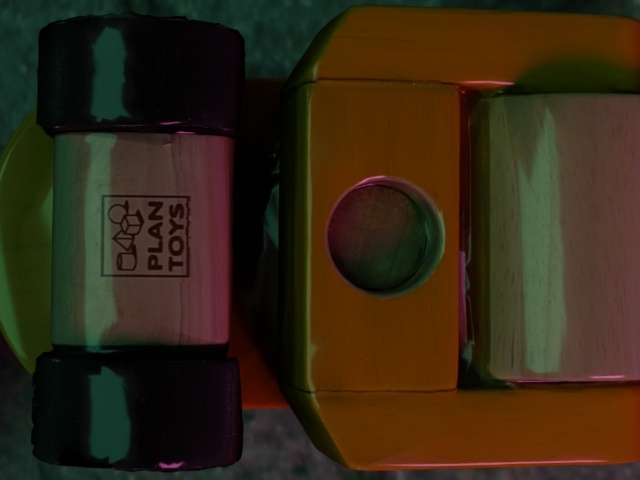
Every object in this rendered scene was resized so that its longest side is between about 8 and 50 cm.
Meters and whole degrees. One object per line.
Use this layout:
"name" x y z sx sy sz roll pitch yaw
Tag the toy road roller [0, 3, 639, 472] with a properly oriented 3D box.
"toy road roller" 0.000 0.000 0.764 0.330 0.240 0.202 0 89 -8
